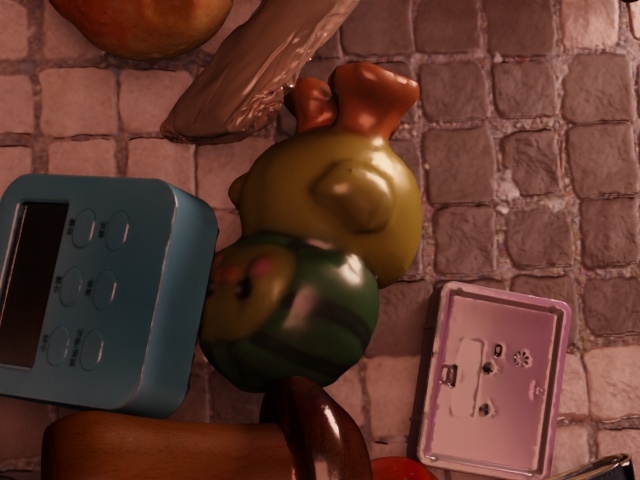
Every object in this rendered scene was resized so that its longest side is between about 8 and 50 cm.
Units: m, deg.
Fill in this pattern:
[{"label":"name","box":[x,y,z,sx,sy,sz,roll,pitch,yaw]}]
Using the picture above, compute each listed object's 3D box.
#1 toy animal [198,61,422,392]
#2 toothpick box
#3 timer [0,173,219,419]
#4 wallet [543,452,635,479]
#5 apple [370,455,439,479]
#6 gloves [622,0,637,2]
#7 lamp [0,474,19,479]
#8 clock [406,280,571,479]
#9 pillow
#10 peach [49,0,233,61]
[{"label":"toy animal","box":[0.002,0.002,1.481,0.191,0.216,0.338,29,71,-31]},{"label":"toothpick box","box":[-0.100,0.224,1.326,0.294,0.192,0.192,-2,82,-16]},{"label":"timer","box":[-0.241,0.049,1.435,0.249,0.091,0.232,5,79,26]},{"label":"wallet","box":[0.276,0.350,1.515,0.170,0.069,0.231,-16,101,-14]},{"label":"apple","box":[0.068,0.312,1.461,0.168,0.181,0.181,-37,89,12]},{"label":"gloves","box":[0.341,-0.380,1.628,0.140,0.131,0.219,-3,73,-8]},{"label":"lamp","box":[-0.312,0.280,1.374,0.121,0.215,0.121,1,82,-7]},{"label":"clock","box":[0.177,0.153,1.554,0.150,0.063,0.197,10,80,-8]},{"label":"pillow","box":[-0.050,-0.207,1.526,0.067,0.173,0.270,43,75,-29]},{"label":"peach","box":[-0.182,-0.293,1.476,0.232,0.232,0.233,1,82,-9]}]
